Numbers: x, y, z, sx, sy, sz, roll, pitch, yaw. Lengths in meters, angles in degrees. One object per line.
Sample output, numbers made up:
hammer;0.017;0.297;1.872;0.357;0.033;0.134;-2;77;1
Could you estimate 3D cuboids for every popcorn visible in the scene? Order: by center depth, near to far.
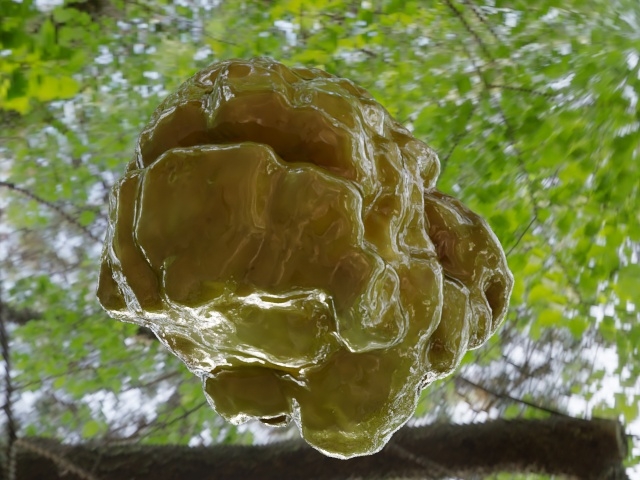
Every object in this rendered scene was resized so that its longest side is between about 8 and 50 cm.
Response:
popcorn;0.000;0.000;0.642;0.203;0.226;0.200;17;-118;8
